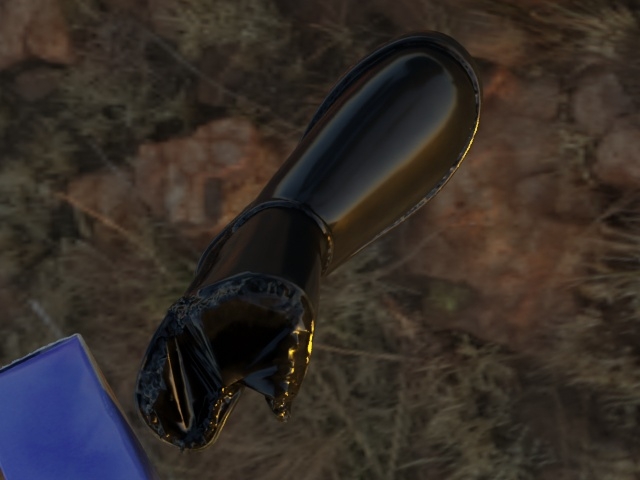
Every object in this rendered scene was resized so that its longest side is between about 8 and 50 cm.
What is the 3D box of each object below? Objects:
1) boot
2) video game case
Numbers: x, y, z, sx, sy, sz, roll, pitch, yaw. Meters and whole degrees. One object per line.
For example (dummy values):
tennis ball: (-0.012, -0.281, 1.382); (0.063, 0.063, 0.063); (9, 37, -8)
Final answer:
boot: (0.000, 0.000, 0.895); (0.094, 0.207, 0.246); (42, 109, -10)
video game case: (-0.055, 0.213, 0.705); (0.061, 0.244, 0.269); (-27, 49, -8)
